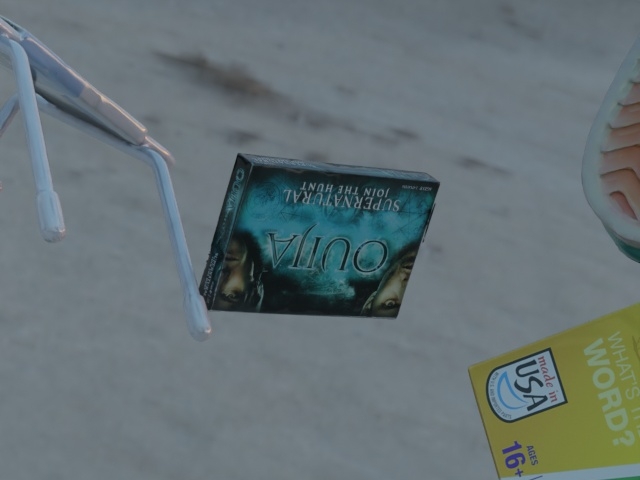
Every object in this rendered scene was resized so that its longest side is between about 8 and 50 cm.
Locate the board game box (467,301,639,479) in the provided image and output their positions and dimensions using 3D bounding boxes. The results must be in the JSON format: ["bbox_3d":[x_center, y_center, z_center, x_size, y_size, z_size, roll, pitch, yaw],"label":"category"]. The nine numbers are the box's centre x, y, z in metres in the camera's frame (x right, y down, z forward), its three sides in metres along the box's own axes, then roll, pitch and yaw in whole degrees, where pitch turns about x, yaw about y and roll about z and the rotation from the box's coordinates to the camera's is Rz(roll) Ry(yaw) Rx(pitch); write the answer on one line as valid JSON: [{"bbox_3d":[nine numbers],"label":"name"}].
[{"bbox_3d":[0.262,0.129,1.036,0.064,0.316,0.242,31,39,-61],"label":"board game box"}]

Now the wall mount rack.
[{"bbox_3d":[-0.211,-0.070,1.455,0.304,0.130,0.350,27,-6,35],"label":"wall mount rack"}]

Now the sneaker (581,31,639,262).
[{"bbox_3d":[0.229,-0.123,0.979,0.108,0.302,0.121,33,-1,14],"label":"sneaker"}]

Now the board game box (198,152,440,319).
[{"bbox_3d":[0.000,0.000,1.521,0.186,0.126,0.026,4,21,-35],"label":"board game box"}]
